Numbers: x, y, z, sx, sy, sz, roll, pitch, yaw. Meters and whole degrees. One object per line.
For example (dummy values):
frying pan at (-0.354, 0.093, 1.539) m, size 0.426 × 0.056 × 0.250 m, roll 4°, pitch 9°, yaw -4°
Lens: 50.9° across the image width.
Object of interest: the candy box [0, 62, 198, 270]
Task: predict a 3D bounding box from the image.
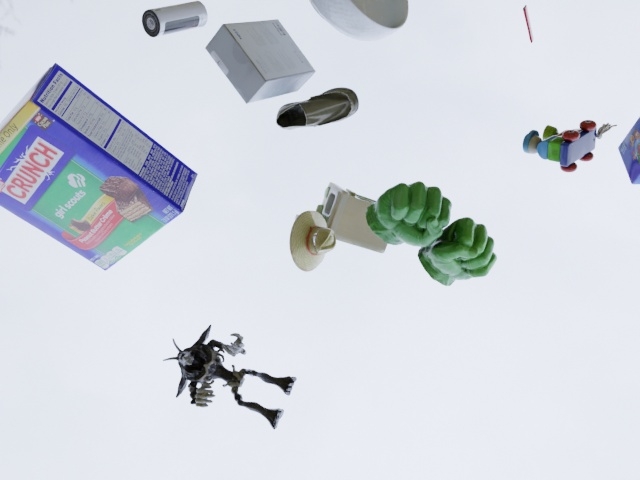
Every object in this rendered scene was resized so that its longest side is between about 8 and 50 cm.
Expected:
candy box at (-0.438, -0.118, 1.232) m, size 0.268 × 0.317 × 0.122 m, roll -31°, pitch -147°, yaw 33°

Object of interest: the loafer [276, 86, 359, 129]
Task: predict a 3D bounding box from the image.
loafer at (-0.014, -0.346, 1.830) m, size 0.251 × 0.094 × 0.087 m, roll -12°, pitch -159°, yaw 26°

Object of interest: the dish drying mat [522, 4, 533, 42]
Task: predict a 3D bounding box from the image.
dish drying mat at (0.492, -0.513, 1.593) m, size 0.008 × 0.083 × 0.032 m, roll -7°, pitch -151°, yaw 28°

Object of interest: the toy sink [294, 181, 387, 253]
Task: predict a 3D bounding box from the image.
toy sink at (0.069, -0.072, 1.825) m, size 0.234 × 0.131 × 0.153 m, roll 17°, pitch -171°, yaw -17°

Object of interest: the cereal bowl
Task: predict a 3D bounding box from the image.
cereal bowl at (0.063, -0.646, 1.686) m, size 0.141 × 0.339 × 0.339 m, roll -24°, pitch -148°, yaw 41°

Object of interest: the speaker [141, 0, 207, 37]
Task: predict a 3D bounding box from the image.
speaker at (-0.296, -0.455, 1.378) m, size 0.055 × 0.055 × 0.136 m, roll 19°, pitch -147°, yaw 31°

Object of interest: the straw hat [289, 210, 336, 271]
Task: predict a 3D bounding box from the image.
straw hat at (0.000, 0.000, 1.464) m, size 0.061 × 0.144 × 0.144 m, roll 3°, pitch -135°, yaw 36°

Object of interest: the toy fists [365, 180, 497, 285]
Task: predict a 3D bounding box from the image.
toy fists at (0.225, -0.012, 1.315) m, size 0.142 × 0.279 × 0.096 m, roll -37°, pitch -154°, yaw 38°

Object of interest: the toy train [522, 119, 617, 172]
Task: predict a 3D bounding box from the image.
toy train at (0.653, -0.272, 1.767) m, size 0.248 × 0.105 × 0.143 m, roll -29°, pitch -145°, yaw -36°

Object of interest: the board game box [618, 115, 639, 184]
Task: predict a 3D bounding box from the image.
board game box at (0.607, -0.209, 0.922) m, size 0.233 × 0.347 × 0.078 m, roll 1°, pitch -123°, yaw -7°

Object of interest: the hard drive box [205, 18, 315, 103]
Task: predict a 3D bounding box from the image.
hard drive box at (-0.148, -0.461, 1.712) m, size 0.181 × 0.089 × 0.232 m, roll 54°, pitch -143°, yaw 5°

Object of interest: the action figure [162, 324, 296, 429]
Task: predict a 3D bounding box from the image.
action figure at (-0.191, 0.265, 1.344) m, size 0.275 × 0.141 × 0.164 m, roll 22°, pitch -108°, yaw 5°
